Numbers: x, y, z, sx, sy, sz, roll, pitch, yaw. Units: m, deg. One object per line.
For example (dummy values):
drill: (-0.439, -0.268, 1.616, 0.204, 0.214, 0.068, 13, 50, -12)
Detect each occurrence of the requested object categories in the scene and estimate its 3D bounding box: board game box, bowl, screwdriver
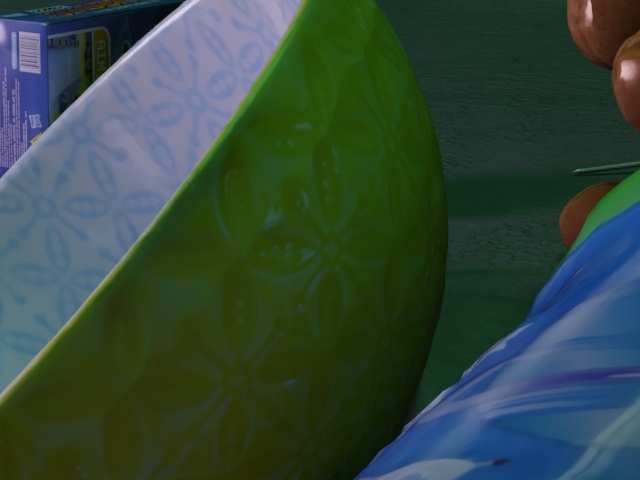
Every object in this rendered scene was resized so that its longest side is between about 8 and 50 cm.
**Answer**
board game box: (-0.094, -0.009, 0.813, 0.035, 0.201, 0.136, 10, 16, 29)
bowl: (-0.047, 0.049, 0.620, 0.156, 0.289, 0.289, 42, 5, -16)
screwdriver: (0.282, -0.065, 1.417, 0.170, 0.024, 0.025, -6, -12, -20)

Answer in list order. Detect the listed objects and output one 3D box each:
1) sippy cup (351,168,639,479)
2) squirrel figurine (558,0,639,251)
sippy cup: (0.080, 0.114, 0.367, 0.224, 0.305, 0.240, -26, 73, -40)
squirrel figurine: (0.341, -0.133, 0.990, 0.397, 0.370, 0.281, 1, 14, 0)
